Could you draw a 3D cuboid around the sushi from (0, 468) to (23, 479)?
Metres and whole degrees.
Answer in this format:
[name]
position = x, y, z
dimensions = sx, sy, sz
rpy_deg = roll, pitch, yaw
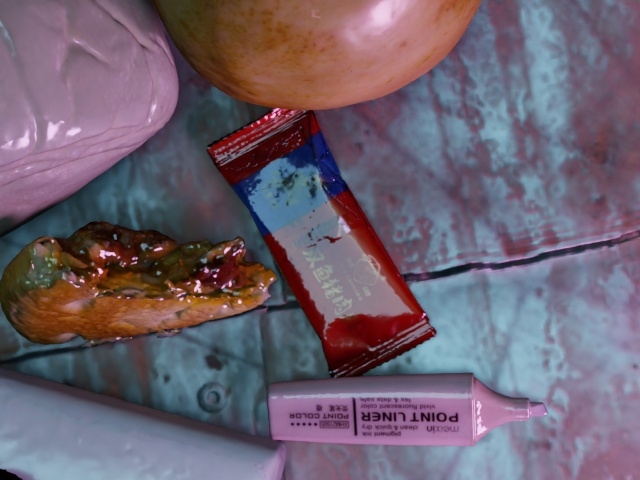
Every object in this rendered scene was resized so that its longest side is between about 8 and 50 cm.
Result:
[sushi]
position = -0.254, 0.203, 1.022
dimensions = 0.150, 0.078, 0.090
rpy_deg = -16, 95, 8

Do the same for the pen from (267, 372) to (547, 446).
[pen]
position = 0.061, 0.121, 1.112
dimensions = 0.197, 0.032, 0.053
rpy_deg = -2, 106, 7

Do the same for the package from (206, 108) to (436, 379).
[package]
position = 0.000, 0.000, 1.127
dimensions = 0.083, 0.022, 0.200
rpy_deg = -29, 89, 5

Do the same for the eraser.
[eraser]
position = -0.186, 0.196, 1.104
dimensions = 0.290, 0.104, 0.189
rpy_deg = 15, 88, 5

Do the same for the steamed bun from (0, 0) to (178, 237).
[steamed bun]
position = -0.302, -0.101, 1.050
dimensions = 0.383, 0.236, 0.247
rpy_deg = -20, 89, 6

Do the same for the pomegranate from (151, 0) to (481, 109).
[pomegranate]
position = 0.010, -0.218, 1.024
dimensions = 0.270, 0.229, 0.252
rpy_deg = -19, 89, 0

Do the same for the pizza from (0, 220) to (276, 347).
[pizza]
position = -0.127, 0.023, 1.104
dimensions = 0.194, 0.154, 0.069
rpy_deg = -4, 70, -15
